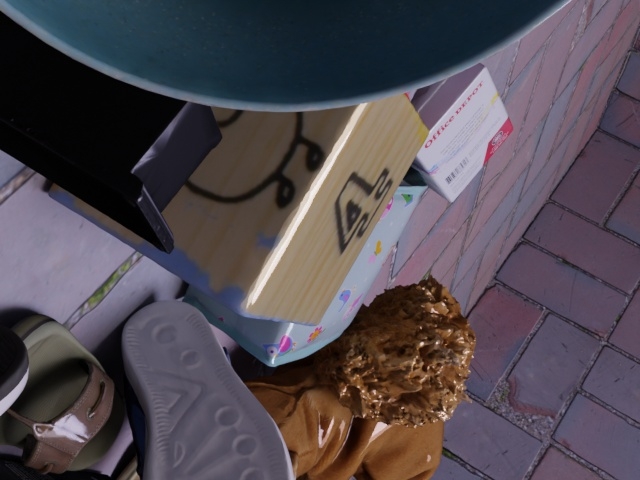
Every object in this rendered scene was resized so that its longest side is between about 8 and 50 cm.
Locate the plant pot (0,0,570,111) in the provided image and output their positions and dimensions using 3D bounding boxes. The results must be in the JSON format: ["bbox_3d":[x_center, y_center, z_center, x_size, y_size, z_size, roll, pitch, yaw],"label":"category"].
[{"bbox_3d":[-0.015,-0.225,0.353,0.195,0.290,0.290,-94,-168,-46],"label":"plant pot"}]

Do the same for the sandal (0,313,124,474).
[{"bbox_3d":[-0.216,0.146,0.780,0.120,0.086,0.303,-55,162,-11],"label":"sandal"}]

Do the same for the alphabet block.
[{"bbox_3d":[-0.053,-0.064,0.726,0.197,0.192,0.193,-61,164,2],"label":"alphabet block"}]

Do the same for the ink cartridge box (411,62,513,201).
[{"bbox_3d":[0.133,-0.155,1.111,0.128,0.127,0.176,-49,152,0],"label":"ink cartridge box"}]

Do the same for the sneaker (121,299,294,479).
[{"bbox_3d":[-0.107,0.237,0.889,0.130,0.323,0.236,-16,138,-15],"label":"sneaker"}]

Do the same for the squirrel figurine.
[{"bbox_3d":[0.016,0.199,1.210,0.397,0.281,0.370,-47,150,25],"label":"squirrel figurine"}]

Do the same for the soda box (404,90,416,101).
[{"bbox_3d":[0.103,-0.265,0.983,0.263,0.092,0.083,-60,163,-1],"label":"soda box"}]

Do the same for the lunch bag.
[{"bbox_3d":[0.000,0.000,1.024,0.262,0.160,0.223,-5,123,-62],"label":"lunch bag"}]

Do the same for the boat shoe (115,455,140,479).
[{"bbox_3d":[-0.219,0.362,1.109,0.104,0.089,0.285,-19,136,-63],"label":"boat shoe"}]

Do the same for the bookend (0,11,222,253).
[{"bbox_3d":[-0.113,-0.103,0.552,0.157,0.156,0.072,-55,161,-17],"label":"bookend"}]

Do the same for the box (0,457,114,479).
[{"bbox_3d":[-0.250,0.319,0.870,0.165,0.143,0.270,-54,162,-10],"label":"box"}]

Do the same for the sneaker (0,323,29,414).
[{"bbox_3d":[-0.298,0.180,0.544,0.295,0.124,0.178,-33,144,-40],"label":"sneaker"}]
